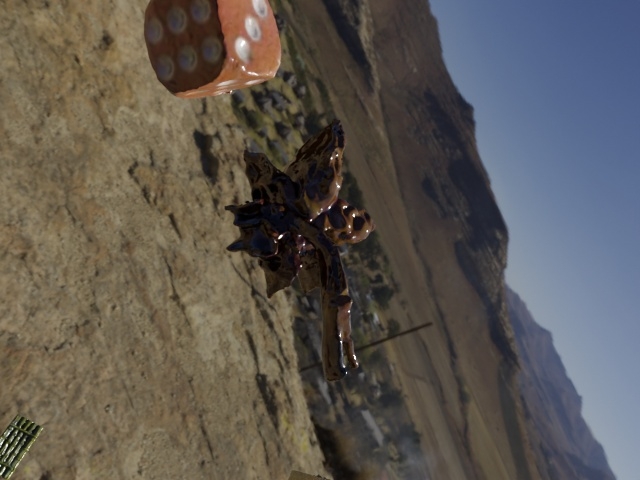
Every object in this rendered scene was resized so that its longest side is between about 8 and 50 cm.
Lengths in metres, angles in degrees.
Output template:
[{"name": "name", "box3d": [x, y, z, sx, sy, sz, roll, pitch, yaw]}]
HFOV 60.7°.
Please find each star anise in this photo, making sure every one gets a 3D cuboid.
[{"name": "star anise", "box3d": [-0.007, 0.006, 0.705, 0.238, 0.148, 0.346, 16, 58, -41]}]

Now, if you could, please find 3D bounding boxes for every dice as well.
[{"name": "dice", "box3d": [-0.189, -0.352, 0.957, 0.179, 0.175, 0.173, -26, 108, -56]}]

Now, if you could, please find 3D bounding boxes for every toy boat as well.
[{"name": "toy boat", "box3d": [-0.633, 0.423, 1.122, 0.063, 0.016, 0.115, 38, 50, -19]}]

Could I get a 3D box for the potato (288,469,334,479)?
[{"name": "potato", "box3d": [-0.016, 0.470, 1.003, 0.061, 0.122, 0.086, 38, 61, -26]}]
